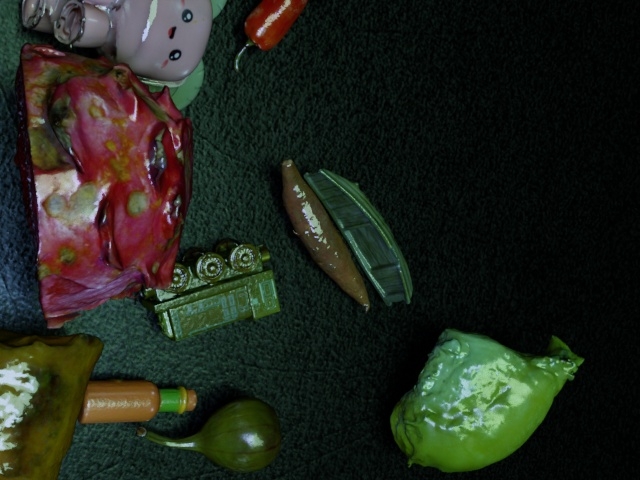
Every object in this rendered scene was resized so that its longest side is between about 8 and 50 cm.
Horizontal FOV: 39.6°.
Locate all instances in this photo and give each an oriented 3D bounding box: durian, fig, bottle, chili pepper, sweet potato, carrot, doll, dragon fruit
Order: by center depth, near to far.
[{"bbox_3d":[-0.292,-0.076,1.202,0.249,0.371,0.386,-5,114,-17],"label":"dragon fruit"},{"bbox_3d":[-0.459,0.258,1.215,0.242,0.241,0.340,25,79,-25],"label":"carrot"},{"bbox_3d":[-0.269,-0.334,1.327,0.268,0.216,0.284,7,108,-50],"label":"doll"},{"bbox_3d":[-0.286,0.253,1.397,0.187,0.069,0.069,6,90,-30],"label":"bottle"},{"bbox_3d":[-0.178,0.318,1.428,0.236,0.124,0.124,-1,93,-20],"label":"fig"},{"bbox_3d":[-0.062,-0.389,1.448,0.071,0.063,0.272,30,99,-37],"label":"chili pepper"},{"bbox_3d":[0.000,0.000,1.525,0.072,0.066,0.314,-33,110,-14],"label":"sweet potato"},{"bbox_3d":[0.285,0.285,1.621,0.256,0.204,0.339,33,87,-10],"label":"durian"}]

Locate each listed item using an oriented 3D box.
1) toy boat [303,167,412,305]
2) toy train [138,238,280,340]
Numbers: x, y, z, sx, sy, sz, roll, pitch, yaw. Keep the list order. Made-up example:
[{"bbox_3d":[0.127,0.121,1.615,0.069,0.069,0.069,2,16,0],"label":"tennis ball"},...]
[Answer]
[{"bbox_3d":[0.076,-0.015,1.548,0.055,0.093,0.293,-48,113,-36],"label":"toy boat"},{"bbox_3d":[-0.178,0.080,1.428,0.226,0.090,0.137,-17,104,-24],"label":"toy train"}]
